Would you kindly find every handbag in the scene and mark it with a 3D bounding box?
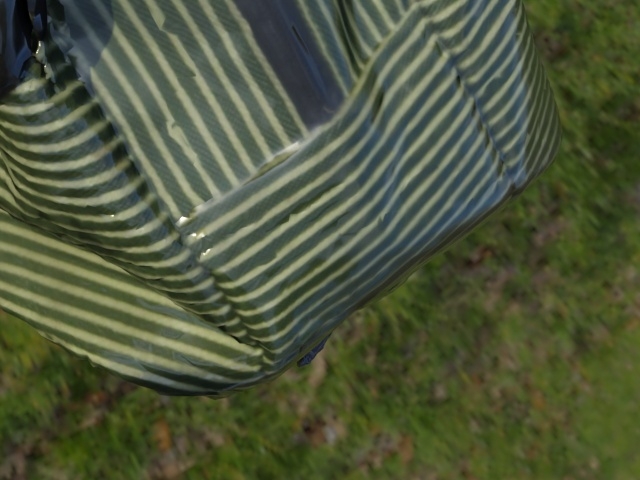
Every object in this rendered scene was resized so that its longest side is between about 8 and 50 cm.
[{"bbox_3d":[-0.085,-0.123,0.603,0.247,0.340,0.240,-35,140,-17],"label":"handbag"}]

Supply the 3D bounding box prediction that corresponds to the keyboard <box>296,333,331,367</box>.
[{"bbox_3d":[0.000,0.000,1.039,0.017,0.250,0.087,28,105,-13],"label":"keyboard"}]
